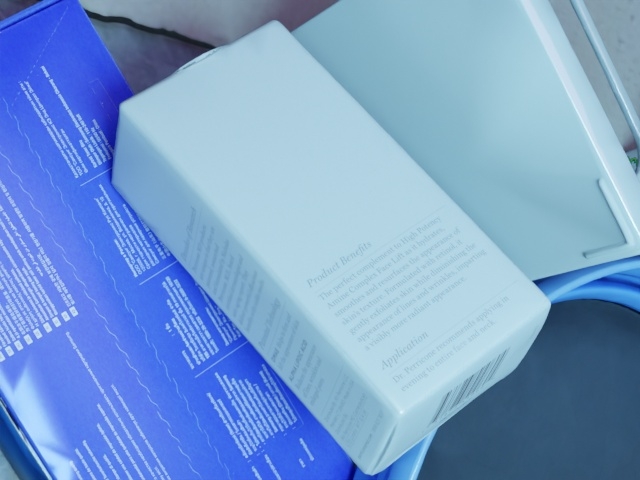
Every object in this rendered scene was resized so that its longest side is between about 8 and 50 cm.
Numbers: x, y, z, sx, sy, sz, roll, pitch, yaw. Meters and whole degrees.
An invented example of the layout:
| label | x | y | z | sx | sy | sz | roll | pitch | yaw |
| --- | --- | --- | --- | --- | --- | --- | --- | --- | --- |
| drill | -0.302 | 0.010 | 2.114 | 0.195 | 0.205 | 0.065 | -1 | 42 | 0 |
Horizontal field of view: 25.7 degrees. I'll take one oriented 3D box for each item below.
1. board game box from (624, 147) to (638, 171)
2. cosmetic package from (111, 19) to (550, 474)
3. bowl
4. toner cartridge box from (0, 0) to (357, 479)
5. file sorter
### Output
| label | x | y | z | sx | sy | sz | roll | pitch | yaw |
| --- | --- | --- | --- | --- | --- | --- | --- | --- | --- |
| board game box | 0.393 | -0.015 | 1.026 | 0.305 | 0.193 | 0.053 | 17 | 75 | -23 |
| cosmetic package | 0.000 | 0.000 | 0.766 | 0.117 | 0.085 | 0.231 | -32 | 68 | -28 |
| bowl | 0.177 | 0.203 | 0.906 | 0.391 | 0.077 | 0.391 | -3 | 95 | -33 |
| toner cartridge box | -0.134 | 0.045 | 0.827 | 0.165 | 0.075 | 0.348 | -33 | 96 | -26 |
| file sorter | 0.116 | -0.090 | 0.862 | 0.173 | 0.278 | 0.193 | -30 | 95 | -31 |
